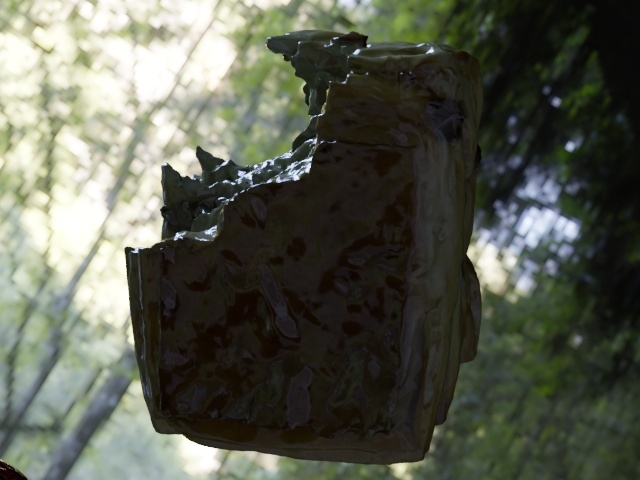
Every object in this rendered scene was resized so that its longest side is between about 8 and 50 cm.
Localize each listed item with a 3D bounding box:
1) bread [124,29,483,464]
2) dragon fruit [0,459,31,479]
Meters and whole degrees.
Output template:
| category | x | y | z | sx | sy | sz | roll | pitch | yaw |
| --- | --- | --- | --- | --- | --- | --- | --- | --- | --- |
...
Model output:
| category | x | y | z | sx | sy | sz | roll | pitch | yaw |
| --- | --- | --- | --- | --- | --- | --- | --- | --- | --- |
| bread | 0.000 | 0.000 | 1.526 | 0.314 | 0.370 | 0.191 | 5 | 8 | 26 |
| dragon fruit | -0.340 | 0.290 | 1.349 | 0.302 | 0.295 | 0.296 | -5 | 4 | -34 |
